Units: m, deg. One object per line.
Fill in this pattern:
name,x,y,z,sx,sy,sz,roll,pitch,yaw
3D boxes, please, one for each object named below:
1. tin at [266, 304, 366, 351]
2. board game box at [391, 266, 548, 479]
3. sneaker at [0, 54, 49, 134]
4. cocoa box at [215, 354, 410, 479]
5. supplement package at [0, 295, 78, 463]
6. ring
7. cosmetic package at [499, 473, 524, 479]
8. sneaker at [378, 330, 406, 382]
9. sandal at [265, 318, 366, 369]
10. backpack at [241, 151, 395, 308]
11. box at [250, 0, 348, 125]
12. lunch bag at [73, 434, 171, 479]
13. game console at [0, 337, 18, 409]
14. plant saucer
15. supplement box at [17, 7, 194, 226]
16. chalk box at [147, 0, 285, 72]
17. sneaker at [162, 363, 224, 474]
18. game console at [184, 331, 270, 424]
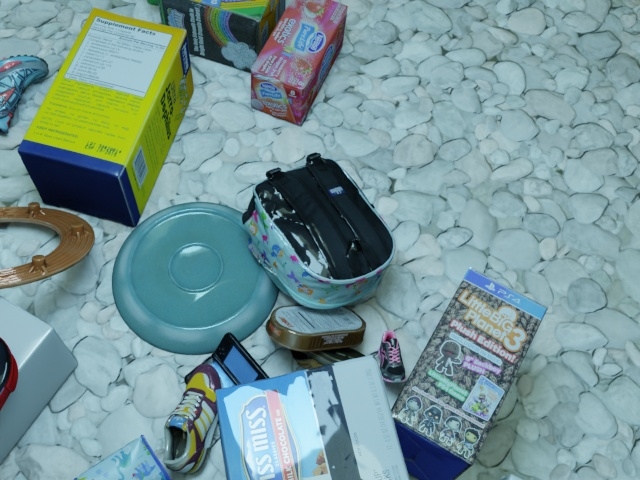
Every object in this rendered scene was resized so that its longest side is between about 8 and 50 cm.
tin,-0.005,0.150,1.337,0.190,0.040,0.106,-1,22,-36
board game box,0.223,0.234,1.255,0.141,0.232,0.291,29,63,11
sneaker,-0.655,-0.274,1.544,0.262,0.104,0.125,-36,88,-16
cocoa box,-0.020,0.350,1.110,0.228,0.347,0.231,-10,63,-9
supplement package,-0.565,0.246,1.219,0.177,0.175,0.293,28,64,13
ring,-0.567,-0.001,1.319,0.337,0.032,0.336,3,24,-1
cosmetic package,0.335,0.523,1.167,0.224,0.138,0.224,27,65,10
sneaker,0.125,0.202,1.335,0.047,0.057,0.119,1,27,-7
sandal,-0.003,0.204,1.350,0.219,0.060,0.090,25,18,1
backpack,0.000,0.000,1.372,0.225,0.191,0.253,-23,61,-34
box,-0.045,-0.391,1.619,0.123,0.128,0.257,21,62,7
lunch bag,-0.299,0.408,1.207,0.129,0.096,0.151,-30,83,-20
game console,-0.652,0.271,1.070,0.342,0.060,0.386,19,64,8
plant saucer,-0.232,0.056,1.420,0.318,0.043,0.317,2,62,-4
supplement box,-0.399,-0.240,1.475,0.194,0.195,0.356,15,63,3
chalk box,-0.236,-0.516,1.640,0.289,0.180,0.179,19,63,4
sneaker,-0.213,0.290,1.260,0.069,0.084,0.185,-2,66,21
game console,-0.161,0.241,1.315,0.122,0.107,0.071,46,40,17
